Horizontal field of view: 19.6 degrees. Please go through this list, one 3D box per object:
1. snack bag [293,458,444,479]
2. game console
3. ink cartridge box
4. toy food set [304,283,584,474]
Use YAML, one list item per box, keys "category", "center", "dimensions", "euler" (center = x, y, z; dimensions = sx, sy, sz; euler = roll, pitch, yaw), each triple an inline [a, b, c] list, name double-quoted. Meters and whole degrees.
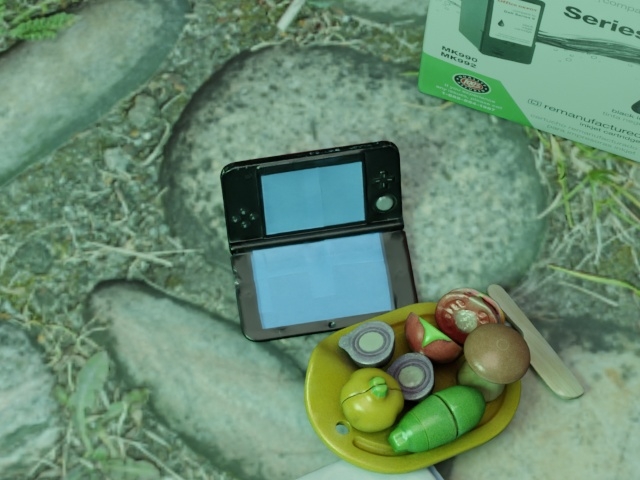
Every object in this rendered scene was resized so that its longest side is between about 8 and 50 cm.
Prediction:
- category: "snack bag"
  center: [0.031, 0.291, 1.259]
  dimensions: [0.342, 0.037, 0.323]
  euler: [-18, 53, -36]
- category: "game console"
  center: [0.000, 0.000, 1.463]
  dimensions: [0.144, 0.124, 0.085]
  euler: [-8, 41, -5]
- category: "ink cartridge box"
  center: [0.195, -0.200, 1.435]
  dimensions: [0.211, 0.289, 0.121]
  euler: [18, 68, 7]
- category: "toy food set"
  center: [0.094, 0.090, 1.402]
  dimensions: [0.218, 0.071, 0.128]
  euler: [-20, 65, -25]
